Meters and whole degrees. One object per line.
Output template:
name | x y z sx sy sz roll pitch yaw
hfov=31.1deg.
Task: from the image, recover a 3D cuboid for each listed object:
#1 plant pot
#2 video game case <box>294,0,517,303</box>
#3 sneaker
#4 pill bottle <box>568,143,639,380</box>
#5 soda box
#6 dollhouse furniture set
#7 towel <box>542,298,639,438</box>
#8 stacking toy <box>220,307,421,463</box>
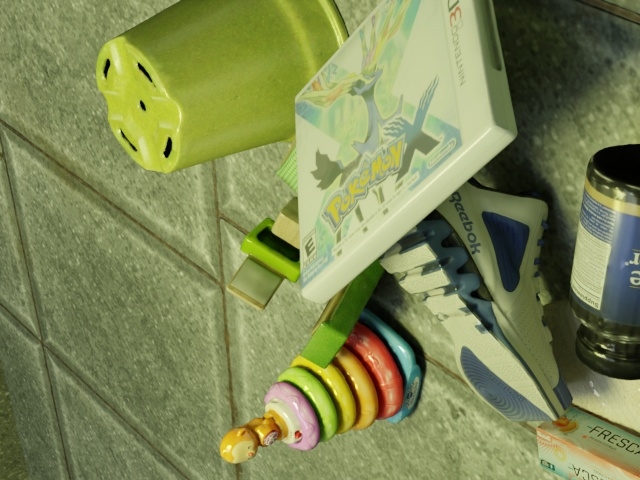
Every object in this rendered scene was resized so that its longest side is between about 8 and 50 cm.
plant pot | -0.140 -0.214 1.500 0.276 0.254 0.276 35 140 36
video game case | 0.073 -0.135 1.234 0.329 0.036 0.300 -44 38 42
sneaker | 0.209 0.042 1.299 0.315 0.182 0.127 54 154 -12
pill bottle | 0.314 0.024 1.149 0.123 0.123 0.219 28 128 41
soda box | 0.332 0.253 1.295 0.183 0.058 0.063 24 134 46
dollhouse furniture set | 0.000 0.000 1.509 0.197 0.151 0.301 32 143 1
towel | 0.348 0.189 1.323 0.282 0.049 0.187 61 147 0
stacking toy | -0.017 0.228 1.622 0.166 0.302 0.175 40 141 31
